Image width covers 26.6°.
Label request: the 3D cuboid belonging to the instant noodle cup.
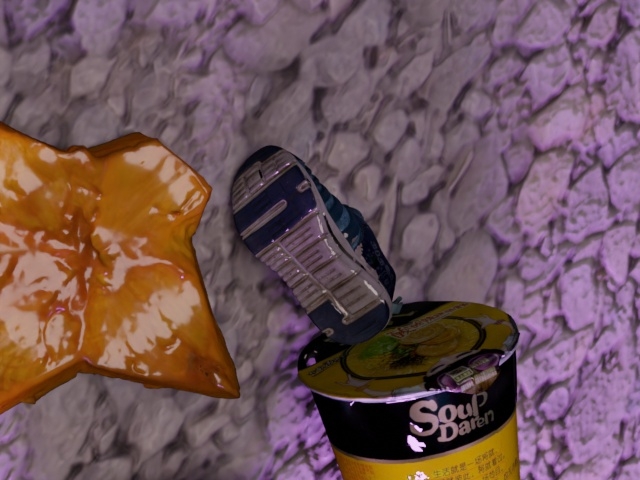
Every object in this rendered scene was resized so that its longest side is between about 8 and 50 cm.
[{"bbox_3d":[0.104,0.198,1.288,0.216,0.215,0.236,-22,109,-24],"label":"instant noodle cup"}]

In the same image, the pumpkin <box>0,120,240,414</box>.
[{"bbox_3d":[-0.208,0.010,1.172,0.258,0.095,0.290,-7,92,-22],"label":"pumpkin"}]

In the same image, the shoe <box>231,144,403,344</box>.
[{"bbox_3d":[0.000,0.000,1.283,0.207,0.091,0.106,53,25,-2],"label":"shoe"}]
